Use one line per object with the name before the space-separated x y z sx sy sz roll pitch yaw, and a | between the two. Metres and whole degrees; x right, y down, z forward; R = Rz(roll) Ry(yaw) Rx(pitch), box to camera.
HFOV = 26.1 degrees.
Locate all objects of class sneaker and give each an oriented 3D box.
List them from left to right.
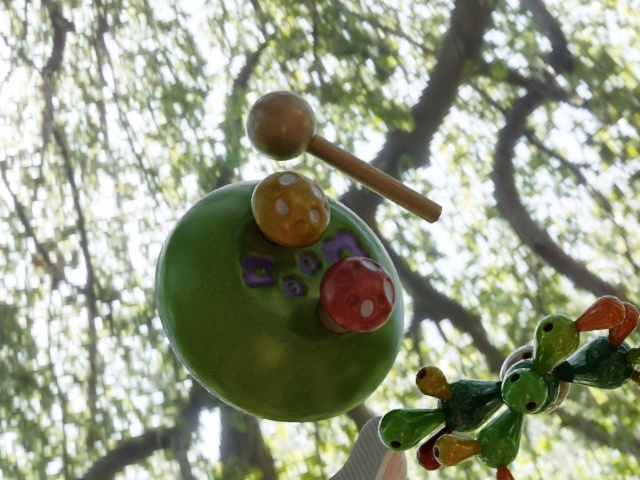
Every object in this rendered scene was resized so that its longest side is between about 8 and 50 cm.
sneaker | 0.038 0.229 1.242 0.134 0.051 0.070 -54 -36 -29

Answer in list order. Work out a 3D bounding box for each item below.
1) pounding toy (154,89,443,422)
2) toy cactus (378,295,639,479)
pounding toy | 0.000 0.000 0.942 0.183 0.237 0.110 30 -35 -8
toy cactus | 0.153 0.105 0.938 0.219 0.180 0.112 -29 -96 8
